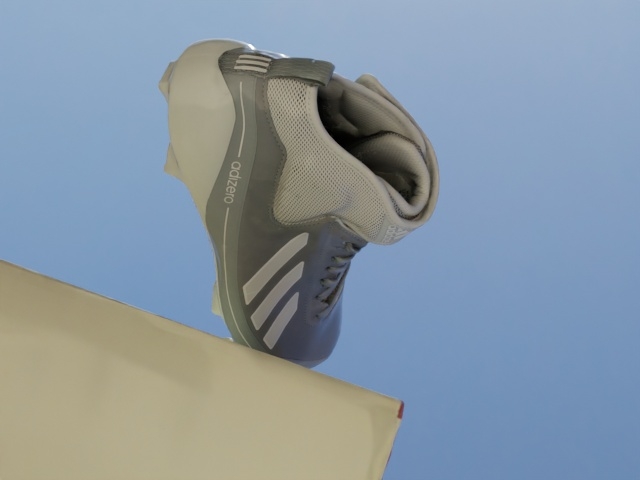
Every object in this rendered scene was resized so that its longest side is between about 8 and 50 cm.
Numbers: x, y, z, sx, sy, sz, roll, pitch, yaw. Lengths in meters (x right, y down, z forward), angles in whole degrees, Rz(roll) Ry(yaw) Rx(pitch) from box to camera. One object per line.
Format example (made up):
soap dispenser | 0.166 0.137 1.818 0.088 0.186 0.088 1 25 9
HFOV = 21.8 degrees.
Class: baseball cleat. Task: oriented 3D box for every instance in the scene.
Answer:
baseball cleat | 0.000 0.000 0.691 0.109 0.206 0.072 9 -120 22

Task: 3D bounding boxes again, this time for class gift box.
gift box | -0.136 0.104 0.644 0.258 0.255 0.276 19 -104 -8
